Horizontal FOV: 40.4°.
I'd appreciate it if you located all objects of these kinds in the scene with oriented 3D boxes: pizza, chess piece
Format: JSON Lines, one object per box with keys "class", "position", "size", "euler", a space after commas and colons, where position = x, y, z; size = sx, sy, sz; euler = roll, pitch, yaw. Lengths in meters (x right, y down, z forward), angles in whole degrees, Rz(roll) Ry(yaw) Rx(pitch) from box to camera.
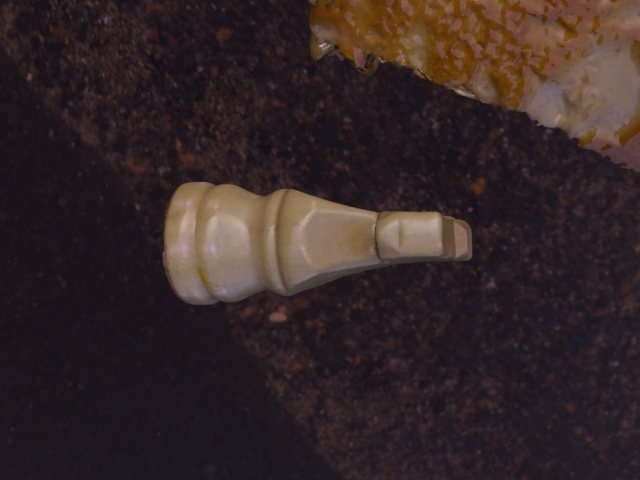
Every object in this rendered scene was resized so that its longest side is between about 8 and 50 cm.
{"class": "pizza", "position": [0.173, -0.218, 0.618], "size": [0.405, 0.130, 0.440], "euler": [-3, 118, 26]}
{"class": "chess piece", "position": [0.000, 0.000, 0.597], "size": [0.200, 0.090, 0.090], "euler": [-1, 133, 16]}
